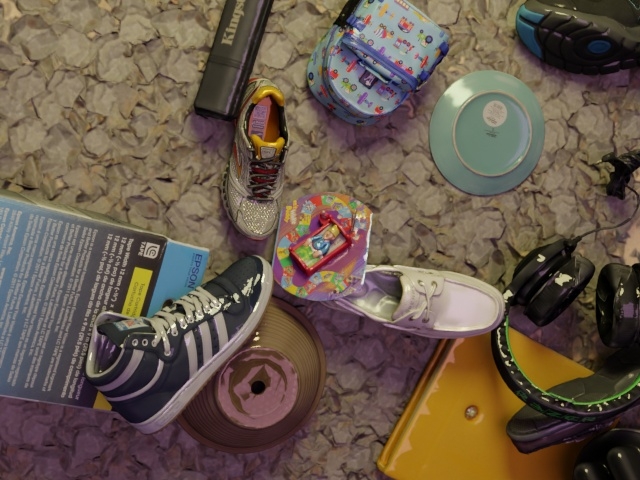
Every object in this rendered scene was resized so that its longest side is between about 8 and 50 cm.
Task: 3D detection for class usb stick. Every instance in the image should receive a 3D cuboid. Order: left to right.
[{"bbox_3d":[-0.105,-0.296,1.520,0.045,0.077,0.278,16,93,-46],"label":"usb stick"}]

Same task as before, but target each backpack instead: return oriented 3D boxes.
[{"bbox_3d":[0.073,-0.248,1.554,0.158,0.117,0.173,38,89,-16],"label":"backpack"}]

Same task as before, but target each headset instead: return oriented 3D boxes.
[{"bbox_3d":[0.396,0.064,1.622,0.243,0.185,0.394,18,66,8],"label":"headset"}]

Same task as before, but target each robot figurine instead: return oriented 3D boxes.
[{"bbox_3d":[0.489,0.370,1.680,0.278,0.209,0.173,13,89,-52],"label":"robot figurine"}]

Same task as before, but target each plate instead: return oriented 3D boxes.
[{"bbox_3d":[0.252,-0.159,1.661,0.188,0.024,0.188,-2,98,-14],"label":"plate"}]

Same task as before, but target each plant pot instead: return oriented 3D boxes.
[{"bbox_3d":[-0.099,0.194,1.567,0.237,0.110,0.237,-2,99,-14],"label":"plant pot"}]

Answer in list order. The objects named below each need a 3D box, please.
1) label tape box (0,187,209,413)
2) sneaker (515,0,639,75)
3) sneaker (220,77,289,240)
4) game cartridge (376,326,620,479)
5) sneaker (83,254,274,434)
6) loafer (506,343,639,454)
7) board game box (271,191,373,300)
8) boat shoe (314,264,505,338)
[{"bbox_3d":[-0.346,0.081,1.472,0.348,0.115,0.249,15,93,-36],"label":"label tape box"},{"bbox_3d":[0.448,-0.325,1.664,0.341,0.125,0.139,8,68,-14],"label":"sneaker"},{"bbox_3d":[-0.088,-0.110,1.538,0.088,0.093,0.225,-2,98,-15],"label":"sneaker"},{"bbox_3d":[0.285,0.290,1.720,0.324,0.053,0.285,29,89,-20],"label":"game cartridge"},{"bbox_3d":[-0.187,0.105,1.455,0.282,0.099,0.153,-52,129,-11],"label":"sneaker"},{"bbox_3d":[0.421,0.250,1.677,0.302,0.109,0.095,-28,109,-15],"label":"loafer"},{"bbox_3d":[0.000,0.000,1.557,0.133,0.033,0.168,5,65,9],"label":"board game box"},{"bbox_3d":[0.123,0.085,1.575,0.277,0.096,0.098,7,88,5],"label":"boat shoe"}]
